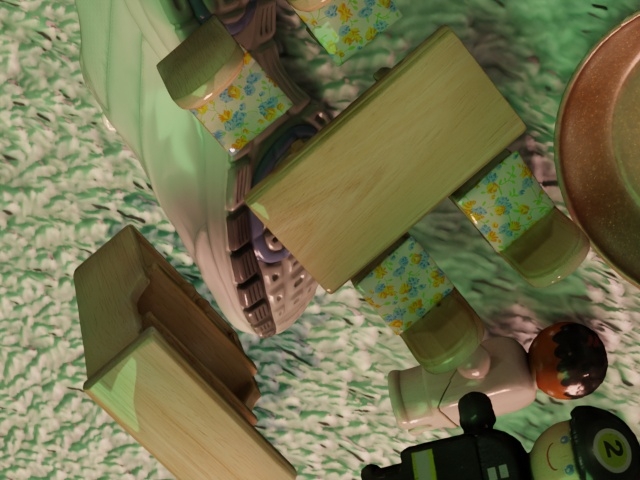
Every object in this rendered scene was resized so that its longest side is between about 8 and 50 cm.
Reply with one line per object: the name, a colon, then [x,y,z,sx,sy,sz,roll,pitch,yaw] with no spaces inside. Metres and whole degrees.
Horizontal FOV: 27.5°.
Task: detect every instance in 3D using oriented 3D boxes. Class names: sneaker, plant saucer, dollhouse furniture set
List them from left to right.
sneaker: [-0.073,-0.078,0.799,0.129,0.111,0.297,5,119,41]
dollhouse furniture set: [0.000,0.000,0.672,0.242,0.161,0.212,-40,114,4]
plant saucer: [0.226,-0.048,0.699,0.199,0.036,0.198,12,124,18]

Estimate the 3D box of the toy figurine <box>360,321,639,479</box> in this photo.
toy figurine: [0.130,0.163,0.772,0.148,0.209,0.213,-17,106,16]
